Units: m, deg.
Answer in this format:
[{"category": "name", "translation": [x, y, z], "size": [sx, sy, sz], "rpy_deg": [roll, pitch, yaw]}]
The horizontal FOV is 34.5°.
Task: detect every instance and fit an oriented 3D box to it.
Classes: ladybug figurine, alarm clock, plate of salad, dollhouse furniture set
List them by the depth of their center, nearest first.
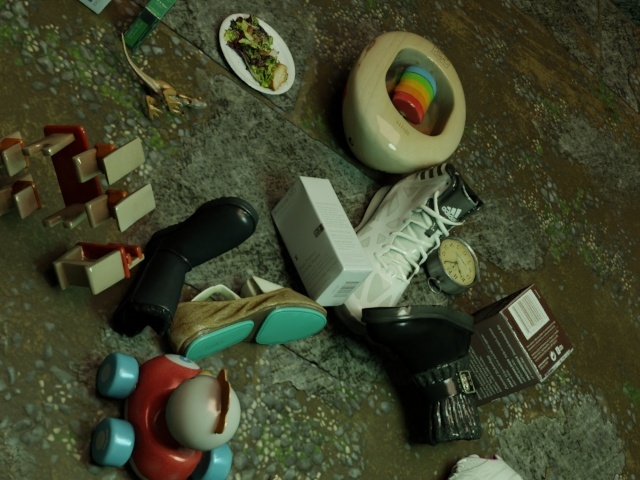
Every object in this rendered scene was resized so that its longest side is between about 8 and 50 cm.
[{"category": "dollhouse furniture set", "translation": [-0.373, -0.059, 1.625], "size": [0.135, 0.261, 0.259], "rpy_deg": [-43, 131, -50]}, {"category": "plate of salad", "translation": [-0.128, -0.404, 2.199], "size": [0.199, 0.048, 0.200], "rpy_deg": [22, 53, -32]}, {"category": "alarm clock", "translation": [0.282, 0.064, 2.284], "size": [0.129, 0.064, 0.192], "rpy_deg": [54, 39, -4]}, {"category": "ladybug figurine", "translation": [0.179, -0.304, 2.337], "size": [0.305, 0.162, 0.449], "rpy_deg": [45, 42, -10]}]

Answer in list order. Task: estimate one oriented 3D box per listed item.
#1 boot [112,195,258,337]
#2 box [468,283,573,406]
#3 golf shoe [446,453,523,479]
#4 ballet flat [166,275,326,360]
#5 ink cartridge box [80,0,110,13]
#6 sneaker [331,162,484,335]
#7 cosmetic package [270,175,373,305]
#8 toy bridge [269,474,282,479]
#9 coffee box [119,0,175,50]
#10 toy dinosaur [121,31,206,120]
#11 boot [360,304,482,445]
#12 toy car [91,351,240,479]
[{"category": "boot", "translation": [-0.220, 0.051, 1.690], "size": [0.094, 0.246, 0.207], "rpy_deg": [47, 38, -30]}, {"category": "box", "translation": [0.386, 0.224, 2.179], "size": [0.168, 0.203, 0.167], "rpy_deg": [-30, 88, -48]}, {"category": "golf shoe", "translation": [0.279, 0.491, 2.007], "size": [0.306, 0.115, 0.140], "rpy_deg": [5, 39, -39]}, {"category": "ballet flat", "translation": [-0.137, 0.127, 1.836], "size": [0.342, 0.116, 0.124], "rpy_deg": [-9, 53, -42]}, {"category": "ink cartridge box", "translation": [-0.439, -0.605, 1.821], "size": [0.330, 0.324, 0.071], "rpy_deg": [34, 45, -24]}, {"category": "sneaker", "translation": [0.178, -0.016, 2.090], "size": [0.169, 0.257, 0.448], "rpy_deg": [43, 44, -15]}, {"category": "cosmetic package", "translation": [0.000, 0.000, 1.984], "size": [0.085, 0.117, 0.231], "rpy_deg": [3, 49, -42]}, {"category": "toy bridge", "translation": [-0.120, 0.446, 1.698], "size": [0.063, 0.026, 0.188], "rpy_deg": [51, 42, -5]}, {"category": "coffee box", "translation": [-0.315, -0.457, 2.009], "size": [0.040, 0.113, 0.184], "rpy_deg": [40, 46, -14]}, {"category": "toy dinosaur", "translation": [-0.311, -0.287, 1.958], "size": [0.211, 0.064, 0.112], "rpy_deg": [34, 28, -36]}, {"category": "boot", "translation": [0.203, 0.259, 1.970], "size": [0.348, 0.131, 0.260], "rpy_deg": [16, 71, -49]}, {"category": "toy car", "translation": [-0.196, 0.252, 1.586], "size": [0.219, 0.238, 0.210], "rpy_deg": [21, 52, -34]}]
